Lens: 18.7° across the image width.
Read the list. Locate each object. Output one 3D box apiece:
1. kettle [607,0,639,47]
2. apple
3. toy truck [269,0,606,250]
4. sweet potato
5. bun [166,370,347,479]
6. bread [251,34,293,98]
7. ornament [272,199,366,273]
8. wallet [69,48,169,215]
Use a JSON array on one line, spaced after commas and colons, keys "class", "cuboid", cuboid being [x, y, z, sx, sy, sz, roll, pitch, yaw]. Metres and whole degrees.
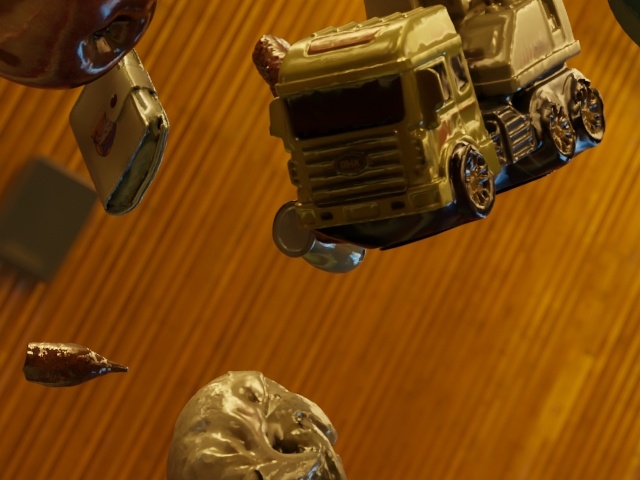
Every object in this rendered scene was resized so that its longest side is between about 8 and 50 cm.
[{"class": "kettle", "cuboid": [0.353, -0.345, 1.501, 0.247, 0.319, 0.342, 1, -39, 3]}, {"class": "apple", "cuboid": [-0.229, -0.222, 1.620, 0.174, 0.188, 0.188, 43, -9, 15]}, {"class": "toy truck", "cuboid": [0.116, -0.147, 1.854, 0.180, 0.405, 0.254, -11, -79, 33]}, {"class": "sweet potato", "cuboid": [-0.254, 0.130, 2.009, 0.117, 0.049, 0.049, 6, -6, -22]}, {"class": "bun", "cuboid": [-0.049, 0.238, 1.914, 0.116, 0.210, 0.237, -38, -102, 42]}, {"class": "bread", "cuboid": [-0.003, -0.147, 2.077, 0.193, 0.064, 0.193, 41, 8, -7]}, {"class": "ornament", "cuboid": [0.000, 0.000, 2.433, 0.081, 0.075, 0.156, -16, -16, 23]}, {"class": "wallet", "cuboid": [-0.188, -0.108, 1.828, 0.039, 0.110, 0.155, 13, 31, -31]}]
